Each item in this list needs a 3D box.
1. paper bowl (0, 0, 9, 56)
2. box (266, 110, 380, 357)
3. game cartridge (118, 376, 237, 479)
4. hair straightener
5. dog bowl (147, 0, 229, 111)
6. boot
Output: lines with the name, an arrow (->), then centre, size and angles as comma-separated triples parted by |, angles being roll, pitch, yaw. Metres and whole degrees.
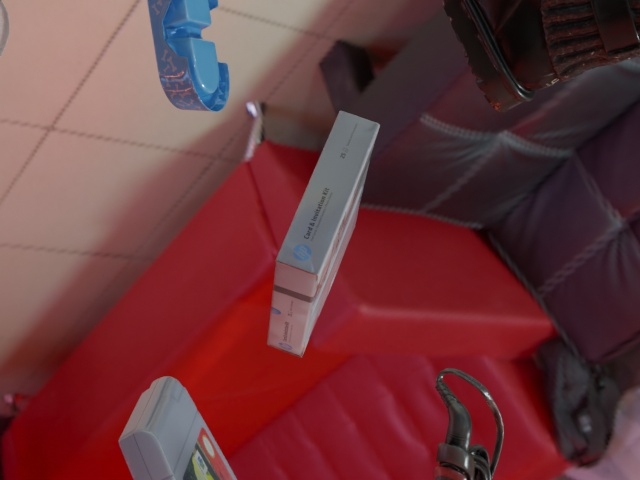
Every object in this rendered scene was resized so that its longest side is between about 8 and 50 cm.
paper bowl -> -0.518, -0.232, 1.335 | 0.284, 0.148, 0.284 | -32, 163, -11
box -> 0.000, 0.000, 0.916 | 0.038, 0.145, 0.186 | 20, 155, 6
game cartridge -> -0.148, 0.330, 1.347 | 0.060, 0.294, 0.196 | -24, -166, 13
hair straightener -> 0.081, 0.192, 0.693 | 0.047, 0.230, 0.089 | 5, -173, 27
dog bowl -> -0.245, -0.376, 1.988 | 0.074, 0.297, 0.166 | -8, -178, 21
boot -> 0.242, -0.329, 1.126 | 0.260, 0.348, 0.131 | -24, -176, 30
